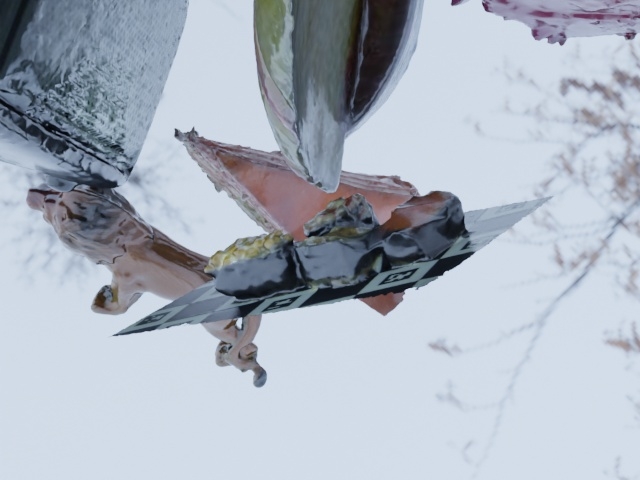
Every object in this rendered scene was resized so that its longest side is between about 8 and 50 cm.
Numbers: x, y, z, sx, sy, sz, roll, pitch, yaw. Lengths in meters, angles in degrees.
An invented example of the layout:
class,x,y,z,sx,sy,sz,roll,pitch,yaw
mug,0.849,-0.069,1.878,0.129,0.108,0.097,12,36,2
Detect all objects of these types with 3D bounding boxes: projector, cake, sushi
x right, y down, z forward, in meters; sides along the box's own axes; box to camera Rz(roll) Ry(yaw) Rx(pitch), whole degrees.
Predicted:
class,x,y,z,sx,sy,sz,roll,pitch,yaw
projector,-0.350,-0.209,1.063,0.405,0.395,0.242,43,64,-81
cake,-0.013,-0.044,1.211,0.135,0.287,0.098,-52,-148,8
sushi,0.000,0.000,0.886,0.280,0.043,0.193,-10,-166,41

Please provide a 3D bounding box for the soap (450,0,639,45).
class,x,y,z,sx,sy,sz,roll,pitch,yaw
soap,0.190,-0.186,0.693,0.289,0.182,0.112,1,-95,53

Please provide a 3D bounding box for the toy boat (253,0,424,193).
class,x,y,z,sx,sy,sz,roll,pitch,yaw
toy boat,0.001,-0.166,0.921,0.111,0.276,0.293,12,-151,15

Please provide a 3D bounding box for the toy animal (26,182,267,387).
class,x,y,z,sx,sy,sz,roll,pitch,yaw
toy animal,-0.163,0.031,1.309,0.097,0.312,0.157,-68,-170,-28
